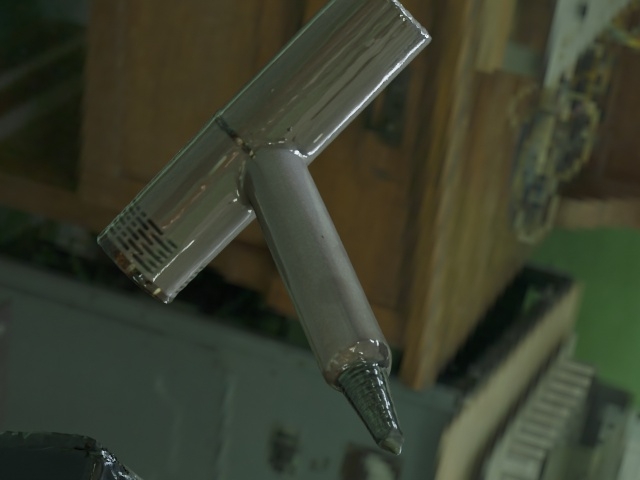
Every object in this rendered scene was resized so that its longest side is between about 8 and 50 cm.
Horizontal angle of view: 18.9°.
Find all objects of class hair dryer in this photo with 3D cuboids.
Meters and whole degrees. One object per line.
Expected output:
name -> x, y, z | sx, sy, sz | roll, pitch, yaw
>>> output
hair dryer -> 0.010, -0.007, 0.913 | 0.195, 0.220, 0.053 | -46, 135, 6

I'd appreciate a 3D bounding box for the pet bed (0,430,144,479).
pet bed -> -0.157, 0.221, 0.980 | 0.159, 0.183, 0.211 | 48, 45, -44
